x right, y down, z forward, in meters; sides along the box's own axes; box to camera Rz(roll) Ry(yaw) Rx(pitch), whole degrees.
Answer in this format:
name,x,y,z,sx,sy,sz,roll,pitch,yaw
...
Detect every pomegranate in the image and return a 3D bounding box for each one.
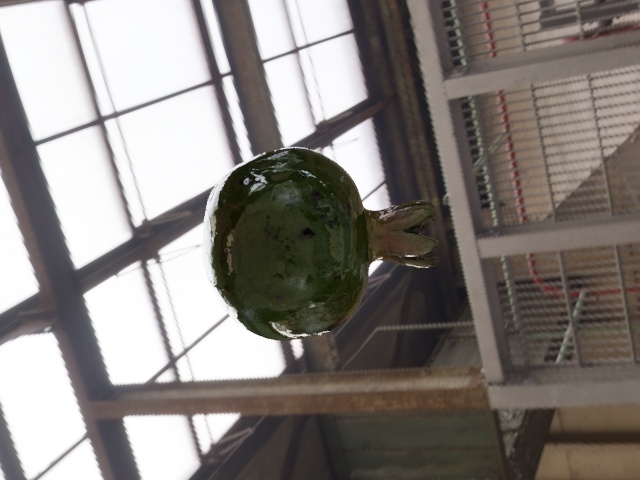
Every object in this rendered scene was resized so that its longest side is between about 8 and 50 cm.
name,x,y,z,sx,sy,sz,roll,pitch,yaw
pomegranate,0.000,0.000,0.881,0.225,0.187,0.187,-6,-73,3
